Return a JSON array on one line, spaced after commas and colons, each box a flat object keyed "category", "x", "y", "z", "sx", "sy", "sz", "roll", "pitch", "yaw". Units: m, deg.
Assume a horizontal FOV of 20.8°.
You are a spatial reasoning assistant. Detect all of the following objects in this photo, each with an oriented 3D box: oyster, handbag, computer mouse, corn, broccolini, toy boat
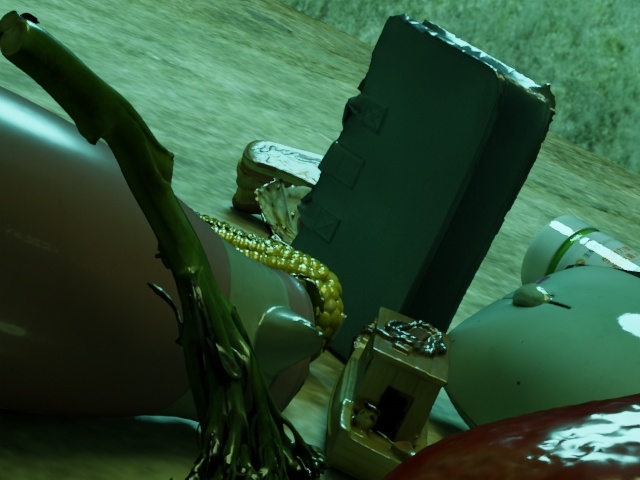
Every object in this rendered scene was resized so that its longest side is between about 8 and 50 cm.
[{"category": "oyster", "x": 0.005, "y": 0.001, "z": 1.334, "sx": 0.105, "sy": 0.056, "sz": 0.177, "roll": 39, "pitch": 16, "yaw": 12}, {"category": "handbag", "x": 0.052, "y": -0.030, "z": 1.155, "sx": 0.057, "sy": 0.221, "sz": 0.144, "roll": 10, "pitch": 20, "yaw": -44}, {"category": "computer mouse", "x": 0.181, "y": 0.090, "z": 1.030, "sx": 0.288, "sy": 0.159, "sz": 0.097, "roll": 47, "pitch": -20, "yaw": 48}, {"category": "corn", "x": -0.080, "y": 0.017, "z": 1.060, "sx": 0.203, "sy": 0.072, "sz": 0.072, "roll": 21, "pitch": 12, "yaw": -12}, {"category": "broccolini", "x": -0.074, "y": 0.037, "z": 0.704, "sx": 0.123, "sy": 0.062, "sz": 0.271, "roll": -78, "pitch": 146, "yaw": -59}, {"category": "toy boat", "x": 0.040, "y": 0.081, "z": 0.996, "sx": 0.057, "sy": 0.077, "sz": 0.200, "roll": 23, "pitch": 12, "yaw": 0}]

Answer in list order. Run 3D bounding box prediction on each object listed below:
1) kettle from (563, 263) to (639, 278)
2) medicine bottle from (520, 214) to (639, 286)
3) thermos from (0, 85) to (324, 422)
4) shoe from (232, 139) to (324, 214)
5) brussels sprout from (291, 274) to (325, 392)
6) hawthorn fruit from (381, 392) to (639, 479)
[{"category": "kettle", "x": 0.261, "y": 0.093, "z": 1.238, "sx": 0.232, "sy": 0.144, "sz": 0.202, "roll": 20, "pitch": 4, "yaw": 6}, {"category": "medicine bottle", "x": 0.273, "y": 0.053, "z": 1.555, "sx": 0.183, "sy": 0.086, "sz": 0.086, "roll": 33, "pitch": 15, "yaw": 38}, {"category": "thermos", "x": -0.131, "y": 0.018, "z": 0.833, "sx": 0.265, "sy": 0.146, "sz": 0.176, "roll": 24, "pitch": -17, "yaw": -40}, {"category": "shoe", "x": -0.019, "y": -0.039, "z": 1.424, "sx": 0.109, "sy": 0.069, "sz": 0.072, "roll": 13, "pitch": 41, "yaw": -18}, {"category": "brussels sprout", "x": -0.025, "y": 0.059, "z": 1.006, "sx": 0.046, "sy": 0.051, "sz": 0.083, "roll": 60, "pitch": 28, "yaw": -24}, {"category": "hawthorn fruit", "x": 0.094, "y": 0.146, "z": 0.615, "sx": 0.251, "sy": 0.190, "sz": 0.189, "roll": -2, "pitch": 25, "yaw": -35}]
